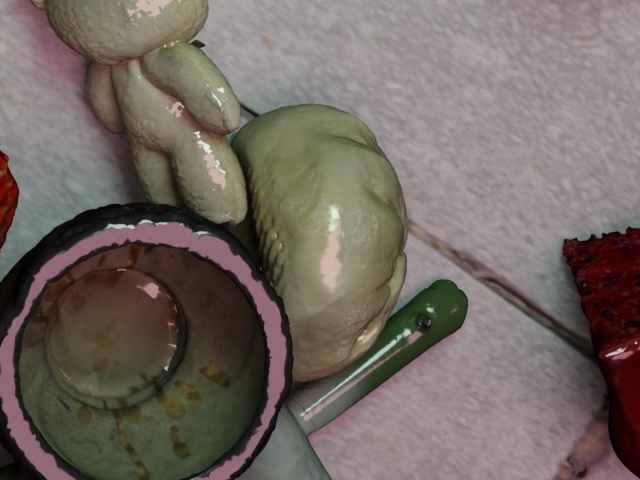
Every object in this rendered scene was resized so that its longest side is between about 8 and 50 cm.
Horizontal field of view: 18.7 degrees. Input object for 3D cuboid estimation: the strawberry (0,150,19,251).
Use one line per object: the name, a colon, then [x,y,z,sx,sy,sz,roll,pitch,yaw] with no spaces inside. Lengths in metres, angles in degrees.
strawberry: [-0.428,-0.021,1.644,0.291,0.310,0.292,3,105,11]

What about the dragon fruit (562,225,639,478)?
dragon fruit: [0.352,0.112,1.998,0.302,0.240,0.330,-28,139,-21]

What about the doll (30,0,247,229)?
doll: [-0.141,-0.143,1.740,0.175,0.149,0.278,-10,109,21]

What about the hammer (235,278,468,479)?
hammer: [0.018,0.153,1.922,0.335,0.119,0.206,-37,117,-12]

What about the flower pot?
flower pot: [-0.178,0.092,1.722,0.266,0.267,0.267,-2,96,-16]

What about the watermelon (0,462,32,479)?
watermelon: [-0.236,0.338,1.789,0.285,0.285,0.285,-6,108,-18]

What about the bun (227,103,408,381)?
bun: [0.000,0.000,1.789,0.160,0.259,0.259,-3,108,-19]
